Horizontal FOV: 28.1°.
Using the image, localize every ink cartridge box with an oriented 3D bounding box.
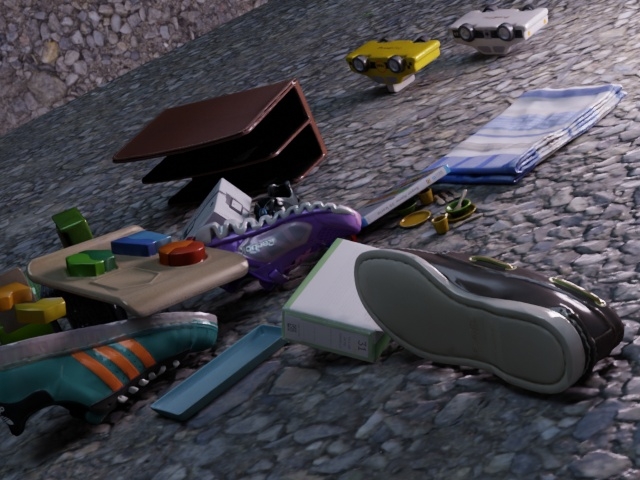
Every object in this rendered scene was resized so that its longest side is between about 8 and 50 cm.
[{"bbox_3d":[-0.162,-0.015,1.938,0.109,0.063,0.150,-51,14,17],"label":"ink cartridge box"},{"bbox_3d":[0.093,0.079,1.512,0.235,0.056,0.171,14,34,19],"label":"ink cartridge box"}]

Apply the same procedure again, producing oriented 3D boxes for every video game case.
[{"bbox_3d":[0.098,-0.058,1.867,0.166,0.015,0.119,-33,7,-26],"label":"video game case"}]

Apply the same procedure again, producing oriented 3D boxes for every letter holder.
[{"bbox_3d":[-0.180,-0.145,2.230,0.302,0.152,0.214,-9,26,33],"label":"letter holder"}]

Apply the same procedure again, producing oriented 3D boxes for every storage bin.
[{"bbox_3d":[-0.332,0.094,1.812,0.084,0.122,0.180,-24,20,-4],"label":"storage bin"}]

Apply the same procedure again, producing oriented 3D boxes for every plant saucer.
[{"bbox_3d":[-0.119,0.162,1.571,0.192,0.018,0.067,-37,24,-32],"label":"plant saucer"}]

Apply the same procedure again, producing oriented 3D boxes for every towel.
[{"bbox_3d":[0.304,-0.164,1.939,0.285,0.034,0.209,-36,23,-32],"label":"towel"}]

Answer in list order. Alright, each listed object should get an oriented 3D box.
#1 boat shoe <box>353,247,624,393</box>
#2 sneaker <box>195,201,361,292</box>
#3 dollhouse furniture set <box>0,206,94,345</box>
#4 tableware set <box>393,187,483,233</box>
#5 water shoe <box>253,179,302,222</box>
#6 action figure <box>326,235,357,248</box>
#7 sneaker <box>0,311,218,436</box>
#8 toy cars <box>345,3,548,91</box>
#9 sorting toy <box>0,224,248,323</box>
[{"bbox_3d":[0.168,0.069,1.352,0.096,0.117,0.324,-23,26,-34],"label":"boat shoe"},{"bbox_3d":[-0.054,0.014,1.775,0.236,0.104,0.095,-13,-19,11],"label":"sneaker"},{"bbox_3d":[-0.457,0.042,2.031,0.197,0.151,0.301,-27,20,-12],"label":"dollhouse furniture set"},{"bbox_3d":[0.159,-0.045,1.799,0.104,0.024,0.154,-24,20,-3],"label":"tableware set"},{"bbox_3d":[-0.082,-0.022,1.907,0.073,0.080,0.203,-14,21,21],"label":"water shoe"},{"bbox_3d":[0.000,0.000,1.847,0.115,0.030,0.038,-4,32,45],"label":"action figure"},{"bbox_3d":[-0.266,0.167,1.612,0.302,0.121,0.108,-11,-8,-23],"label":"sneaker"},{"bbox_3d":[0.245,-0.362,2.442,0.393,0.087,0.176,-15,26,10],"label":"toy cars"},{"bbox_3d":[-0.276,0.042,1.671,0.229,0.041,0.307,16,26,39],"label":"sorting toy"}]
